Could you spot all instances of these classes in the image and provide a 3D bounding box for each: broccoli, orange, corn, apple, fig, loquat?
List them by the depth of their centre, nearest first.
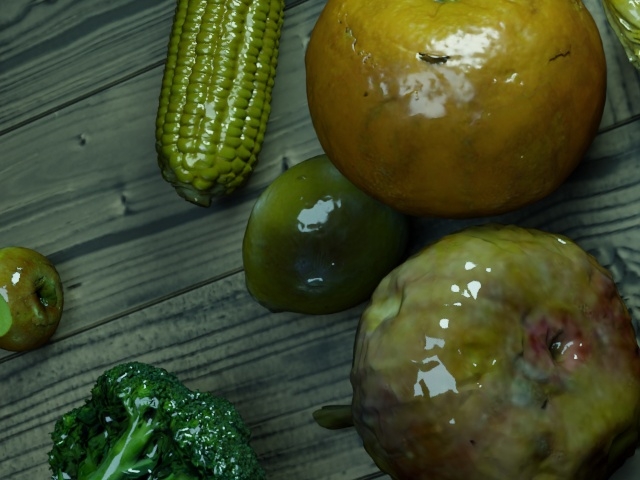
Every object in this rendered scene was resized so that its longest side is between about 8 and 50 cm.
[{"bbox_3d":[0.124,-0.147,1.695,0.284,0.284,0.226,23,136,26],"label":"orange"},{"bbox_3d":[0.116,0.131,1.717,0.369,0.286,0.286,-14,76,55],"label":"fig"},{"bbox_3d":[-0.181,0.272,1.780,0.298,0.297,0.297,19,121,37],"label":"broccoli"},{"bbox_3d":[0.000,0.000,1.802,0.195,0.152,0.152,-44,68,15],"label":"loquat"},{"bbox_3d":[-0.096,-0.214,1.890,0.120,0.120,0.363,9,86,26],"label":"corn"},{"bbox_3d":[-0.333,0.063,1.977,0.102,0.099,0.114,-9,106,32],"label":"apple"}]

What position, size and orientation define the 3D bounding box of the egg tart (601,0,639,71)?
[{"bbox_3d":[0.399,-0.247,1.660,0.295,0.116,0.294,-5,79,30],"label":"egg tart"}]
